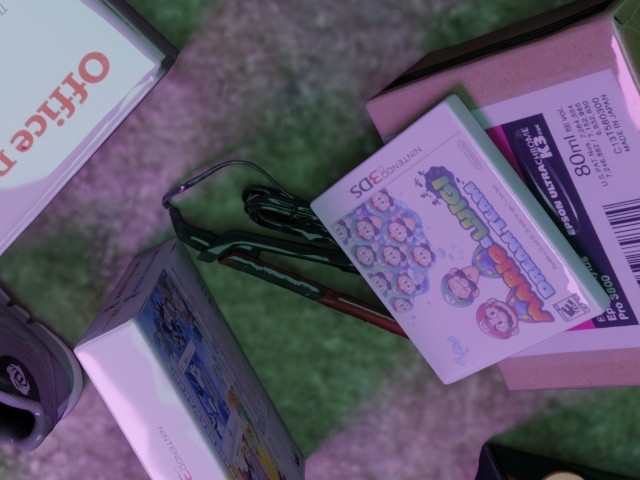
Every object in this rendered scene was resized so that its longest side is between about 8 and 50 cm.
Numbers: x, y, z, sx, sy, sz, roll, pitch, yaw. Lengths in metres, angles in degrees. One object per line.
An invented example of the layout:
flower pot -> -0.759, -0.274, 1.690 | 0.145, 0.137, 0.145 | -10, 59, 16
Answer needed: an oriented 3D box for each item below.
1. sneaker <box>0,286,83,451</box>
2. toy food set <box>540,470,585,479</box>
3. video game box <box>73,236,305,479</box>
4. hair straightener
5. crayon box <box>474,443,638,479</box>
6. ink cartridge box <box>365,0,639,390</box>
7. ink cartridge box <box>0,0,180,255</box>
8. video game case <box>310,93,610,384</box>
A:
sneaker -> -0.259, 0.057, 0.676 | 0.229, 0.132, 0.086 | 40, 99, -11
toy food set -> 0.172, 0.205, 0.704 | 0.083, 0.020, 0.082 | 31, 100, -9
video game box -> -0.074, 0.115, 0.670 | 0.048, 0.187, 0.205 | -27, 103, 4
hair straightener -> 0.000, 0.000, 0.726 | 0.231, 0.047, 0.089 | 20, 84, -1
crayon box -> 0.255, 0.292, 0.780 | 0.319, 0.081, 0.202 | 13, 103, -6
ink cartridge box -> 0.164, -0.024, 0.640 | 0.193, 0.088, 0.234 | -14, 110, 48
ink cartridge box -> -0.260, -0.135, 0.636 | 0.283, 0.117, 0.207 | 43, 98, -10
video game case -> 0.082, 0.006, 0.647 | 0.157, 0.019, 0.143 | 53, 136, -2
